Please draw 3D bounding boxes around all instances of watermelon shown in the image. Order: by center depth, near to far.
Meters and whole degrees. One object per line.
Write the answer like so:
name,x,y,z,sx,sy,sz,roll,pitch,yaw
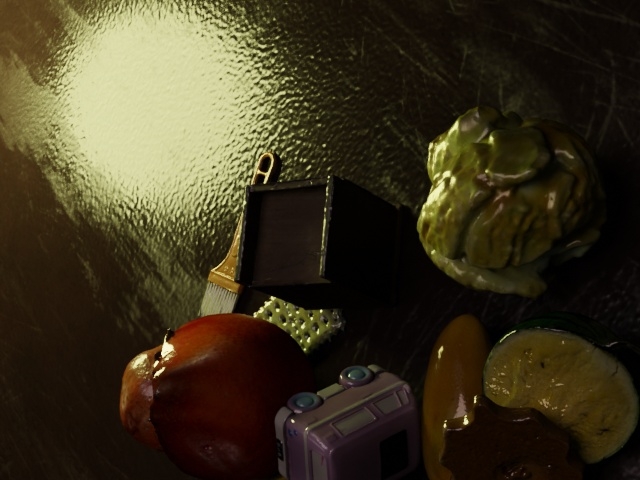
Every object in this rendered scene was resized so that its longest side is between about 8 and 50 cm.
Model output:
watermelon,0.322,0.175,1.668,0.204,0.127,0.232,33,126,9

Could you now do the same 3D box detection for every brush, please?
brush,-0.135,-0.006,2.216,0.090,0.017,0.314,21,92,43

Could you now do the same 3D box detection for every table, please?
table,0.000,0.000,1.955,0.169,0.193,0.172,-5,73,35

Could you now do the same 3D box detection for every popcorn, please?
popcorn,0.256,-0.066,1.753,0.276,0.276,0.225,31,136,42

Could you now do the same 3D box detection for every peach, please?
peach,-0.114,0.232,1.930,0.201,0.362,0.257,-1,80,16

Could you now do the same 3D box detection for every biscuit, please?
biscuit,0.240,0.274,1.663,0.182,0.215,0.034,-12,34,22
biscuit,-0.026,0.119,2.084,0.203,0.016,0.144,-41,54,27

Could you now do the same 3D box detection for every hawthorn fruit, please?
hawthorn fruit,-0.256,0.273,2.146,0.200,0.179,0.179,-58,48,27

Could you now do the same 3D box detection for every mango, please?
mango,0.203,0.227,1.781,0.138,0.113,0.253,-11,73,56

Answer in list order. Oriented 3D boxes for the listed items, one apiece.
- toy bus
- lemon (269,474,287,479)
toy bus,0.050,0.279,1.835,0.142,0.203,0.141,27,131,47
lemon,-0.036,0.444,1.887,0.192,0.192,0.231,1,84,42
